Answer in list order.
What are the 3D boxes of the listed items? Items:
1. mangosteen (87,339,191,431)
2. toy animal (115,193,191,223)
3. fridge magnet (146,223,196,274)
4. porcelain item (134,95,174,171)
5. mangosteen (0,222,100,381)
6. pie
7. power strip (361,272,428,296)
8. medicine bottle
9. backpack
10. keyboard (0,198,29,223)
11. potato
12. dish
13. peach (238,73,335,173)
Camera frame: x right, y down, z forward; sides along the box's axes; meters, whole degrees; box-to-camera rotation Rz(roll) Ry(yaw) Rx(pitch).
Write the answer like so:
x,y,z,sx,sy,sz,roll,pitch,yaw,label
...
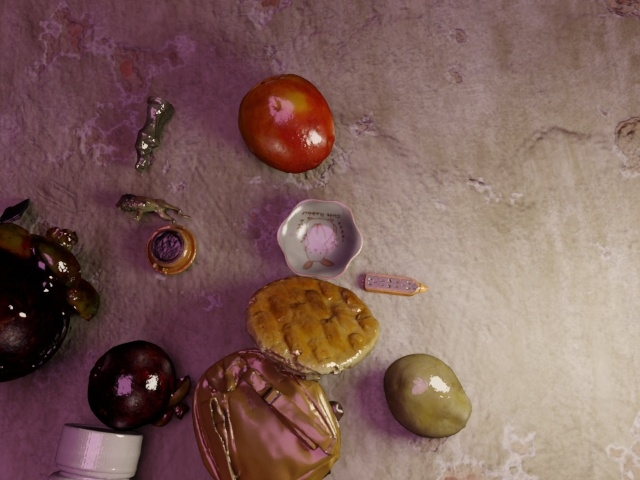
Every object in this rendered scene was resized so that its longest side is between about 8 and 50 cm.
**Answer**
x,y,z,sx,sy,sz,roll,pitch,yaw,label
-0.443,0.372,1.596,0.265,0.228,0.228,33,78,-23,mangosteen
-0.466,-0.087,1.775,0.220,0.086,0.069,15,116,2,toy animal
-0.408,0.023,1.749,0.143,0.063,0.143,-1,77,6,fridge magnet
-0.486,-0.299,1.827,0.069,0.081,0.216,14,77,7,porcelain item
-0.788,0.153,1.602,0.381,0.381,0.421,38,42,11,mangosteen
-0.025,0.208,1.592,0.339,0.083,0.339,9,38,-7,pie
0.199,0.119,1.708,0.178,0.028,0.049,6,75,4,power strip
-0.554,0.637,1.524,0.211,0.211,0.371,7,77,5,medicine bottle
-0.128,0.441,1.555,0.353,0.201,0.378,-25,78,-2,backpack
-0.826,-0.072,1.733,0.072,0.231,0.023,-29,111,-11,keyboard
0.262,0.384,1.574,0.235,0.160,0.178,34,118,-3,potato
0.000,0.000,1.725,0.229,0.081,0.229,0,79,2,dish
-0.092,-0.307,1.732,0.281,0.281,0.238,23,35,9,peach
